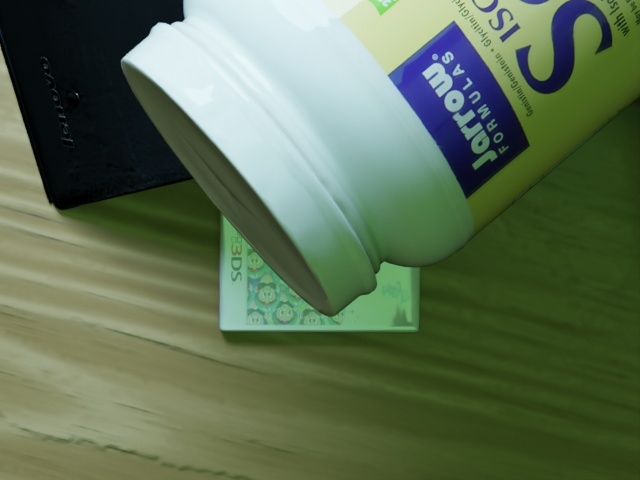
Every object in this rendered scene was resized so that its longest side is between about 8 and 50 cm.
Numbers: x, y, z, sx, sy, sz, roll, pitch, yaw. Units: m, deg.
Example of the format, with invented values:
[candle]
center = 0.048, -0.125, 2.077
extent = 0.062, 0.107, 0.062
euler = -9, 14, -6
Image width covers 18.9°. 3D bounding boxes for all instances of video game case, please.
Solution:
[video game case]
center = 0.000, 0.000, 1.498
extent = 0.157, 0.019, 0.143
euler = 0, 95, -4

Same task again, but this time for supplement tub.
[supplement tub]
center = 0.068, -0.135, 1.186
extent = 0.331, 0.241, 0.241
euler = -40, 96, -8

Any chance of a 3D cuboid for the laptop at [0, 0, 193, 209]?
[laptop]
center = -0.046, -0.258, 1.400
extent = 0.407, 0.236, 0.382
euler = -17, 96, -11
